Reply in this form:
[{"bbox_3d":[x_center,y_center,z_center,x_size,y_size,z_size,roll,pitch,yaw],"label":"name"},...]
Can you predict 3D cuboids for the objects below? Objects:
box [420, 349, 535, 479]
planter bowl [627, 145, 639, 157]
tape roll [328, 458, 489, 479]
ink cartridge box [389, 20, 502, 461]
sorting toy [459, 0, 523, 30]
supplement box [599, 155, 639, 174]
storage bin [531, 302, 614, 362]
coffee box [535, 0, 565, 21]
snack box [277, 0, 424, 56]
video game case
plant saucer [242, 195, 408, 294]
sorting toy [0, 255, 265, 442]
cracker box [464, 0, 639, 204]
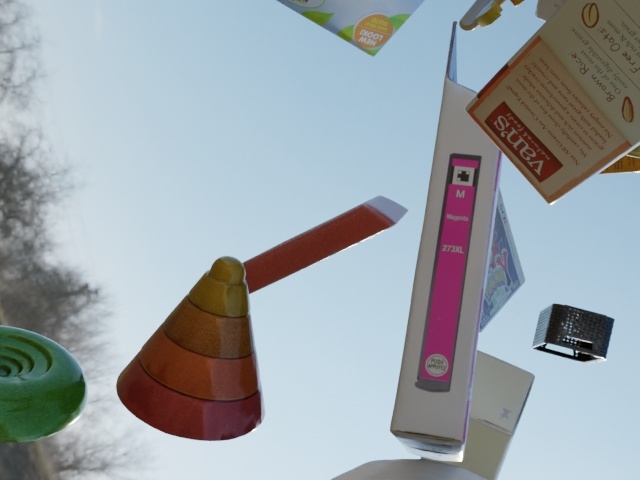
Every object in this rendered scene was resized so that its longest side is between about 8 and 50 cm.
[{"bbox_3d":[0.202,0.261,1.061,0.113,0.094,0.275,23,-34,17],"label":"box"},{"bbox_3d":[0.549,-0.232,1.267,0.217,0.217,0.090,124,-20,-56],"label":"planter bowl"},{"bbox_3d":[0.079,0.339,0.671,0.100,0.286,0.286,94,-27,-54],"label":"tape roll"},{"bbox_3d":[0.125,0.006,0.723,0.176,0.069,0.371,62,35,-68],"label":"ink cartridge box"},{"bbox_3d":[0.321,-0.405,1.227,0.041,0.307,0.229,46,-38,-11],"label":"sorting toy"},{"bbox_3d":[0.626,-0.171,1.480,0.233,0.080,0.078,0,-81,58],"label":"supplement box"},{"bbox_3d":[0.508,0.189,1.594,0.180,0.122,0.084,62,43,-78],"label":"storage bin"},{"bbox_3d":[0.484,-0.374,0.810,0.337,0.334,0.338,40,-33,34],"label":"coffee box"},{"bbox_3d":[0.006,-0.171,0.419,0.100,0.141,0.037,-43,-137,33],"label":"snack box"},{"bbox_3d":[0.233,0.011,1.131,0.023,0.201,0.184,-11,-78,36],"label":"video game case"},{"bbox_3d":[0.000,0.000,1.194,0.048,0.259,0.258,65,12,-2],"label":"plant saucer"},{"bbox_3d":[-0.190,0.055,0.546,0.127,0.365,0.126,41,-62,55],"label":"sorting toy"},{"bbox_3d":[0.173,-0.122,0.302,0.067,0.155,0.232,48,-29,5],"label":"cracker box"}]
